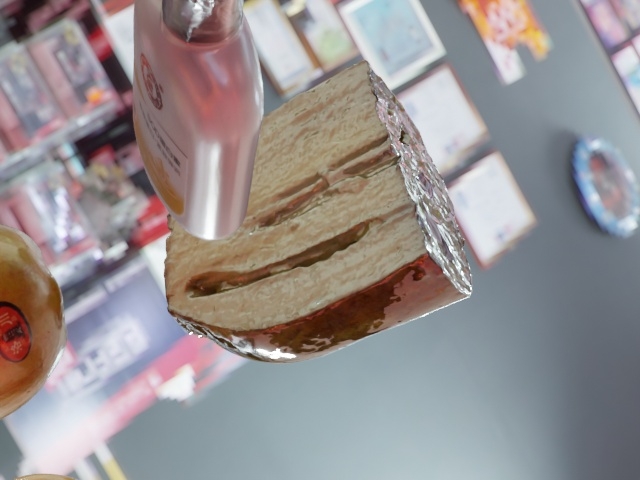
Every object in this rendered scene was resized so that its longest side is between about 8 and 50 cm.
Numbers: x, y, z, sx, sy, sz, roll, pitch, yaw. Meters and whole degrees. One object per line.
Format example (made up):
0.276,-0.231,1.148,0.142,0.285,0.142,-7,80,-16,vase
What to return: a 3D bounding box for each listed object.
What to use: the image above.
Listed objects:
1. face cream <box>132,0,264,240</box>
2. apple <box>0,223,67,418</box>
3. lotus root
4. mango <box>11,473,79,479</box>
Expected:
-0.083,-0.112,1.130,0.071,0.144,0.291,-20,161,-16,face cream
-0.289,0.067,1.375,0.155,0.182,0.182,-29,-173,-11,apple
-0.008,0.014,1.548,0.260,0.149,0.267,-30,-136,15,lotus root
-0.276,0.309,1.829,0.190,0.098,0.075,20,-157,18,mango
